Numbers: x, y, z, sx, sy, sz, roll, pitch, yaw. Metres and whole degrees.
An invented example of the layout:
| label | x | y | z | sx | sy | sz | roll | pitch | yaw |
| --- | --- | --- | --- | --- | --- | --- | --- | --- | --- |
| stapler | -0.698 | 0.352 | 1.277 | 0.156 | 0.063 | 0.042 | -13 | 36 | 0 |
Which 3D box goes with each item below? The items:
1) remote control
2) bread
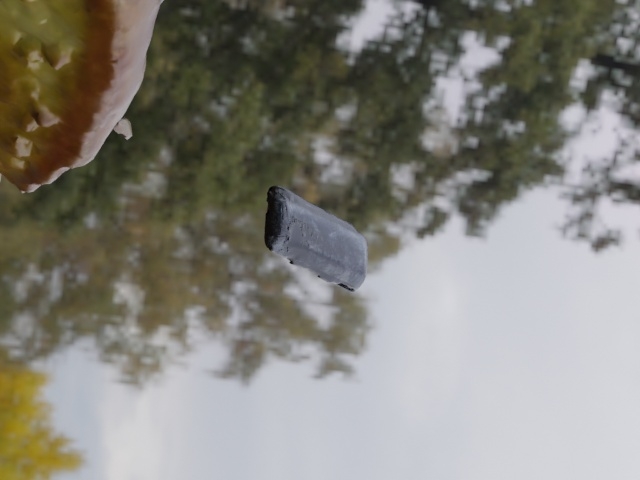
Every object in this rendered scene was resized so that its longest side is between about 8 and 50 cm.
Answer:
| label | x | y | z | sx | sy | sz | roll | pitch | yaw |
| --- | --- | --- | --- | --- | --- | --- | --- | --- | --- |
| remote control | 0.000 | 0.000 | 0.856 | 0.014 | 0.096 | 0.039 | -8 | -111 | 32 |
| bread | -0.184 | -0.214 | 0.921 | 0.358 | 0.204 | 0.336 | 118 | -27 | -45 |
